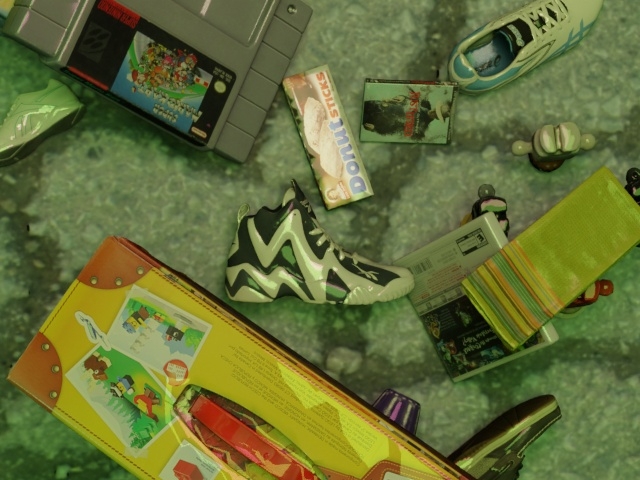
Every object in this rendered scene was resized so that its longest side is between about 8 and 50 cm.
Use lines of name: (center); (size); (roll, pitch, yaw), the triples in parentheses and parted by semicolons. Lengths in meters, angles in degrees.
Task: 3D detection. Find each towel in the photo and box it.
towel: (0.280, 0.019, 1.797); (0.237, 0.021, 0.102); (-39, 91, -14)

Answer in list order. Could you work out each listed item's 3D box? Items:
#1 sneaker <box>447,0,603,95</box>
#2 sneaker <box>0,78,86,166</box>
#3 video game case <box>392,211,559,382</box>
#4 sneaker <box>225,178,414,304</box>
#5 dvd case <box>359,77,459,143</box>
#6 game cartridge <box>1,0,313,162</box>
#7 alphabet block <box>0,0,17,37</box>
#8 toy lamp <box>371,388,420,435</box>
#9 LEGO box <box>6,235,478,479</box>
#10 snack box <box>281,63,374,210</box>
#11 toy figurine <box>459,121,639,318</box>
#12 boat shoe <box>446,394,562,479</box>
sneaker: (0.267, -0.263, 1.953); (0.237, 0.086, 0.085); (-34, 87, -8)
sneaker: (-0.370, -0.144, 1.907); (0.152, 0.054, 0.061); (-34, 79, -13)
video game case: (0.186, 0.072, 1.874); (0.022, 0.190, 0.173); (-25, 87, -39)
sneaker: (0.000, 0.000, 1.900); (0.235, 0.094, 0.153); (1, 93, 5)
dvd case: (0.112, -0.163, 1.941); (0.119, 0.013, 0.087); (1, 124, -6)
game cartridge: (-0.186, -0.259, 1.835); (0.355, 0.068, 0.230); (28, 78, -37)
alphabet block: (-0.383, -0.363, 1.818); (0.192, 0.193, 0.197); (19, 83, 38)
toy lamp: (0.044, 0.315, 1.888); (0.080, 0.080, 0.274); (27, 86, -2)
LEGO box: (-0.041, 0.231, 1.684); (0.500, 0.372, 0.193); (34, 87, 12)
snack box: (0.008, -0.131, 1.949); (0.064, 0.022, 0.178); (-19, 87, -8)
toy figurine: (0.301, -0.028, 1.911); (0.209, 0.148, 0.213); (36, 85, 5)
boat shoe: (0.214, 0.278, 1.908); (0.223, 0.080, 0.073); (-36, 94, -2)
